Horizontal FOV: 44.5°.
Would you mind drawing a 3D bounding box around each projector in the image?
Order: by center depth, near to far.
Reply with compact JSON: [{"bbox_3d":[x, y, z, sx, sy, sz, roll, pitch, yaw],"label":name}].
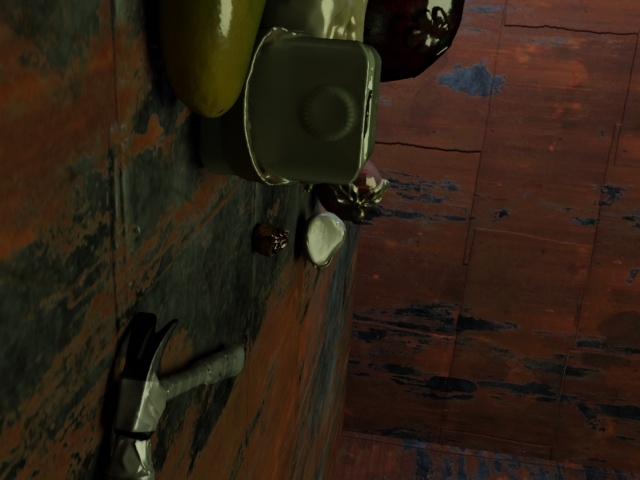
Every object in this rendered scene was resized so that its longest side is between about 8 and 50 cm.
[{"bbox_3d":[-0.028,-0.152,0.883,0.242,0.177,0.163,-52,146,-75],"label":"projector"}]

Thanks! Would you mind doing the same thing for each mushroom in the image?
[{"bbox_3d":[0.000,0.000,1.667,0.225,0.093,0.116,128,-16,-86],"label":"mushroom"}]

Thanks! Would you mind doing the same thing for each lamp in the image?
[{"bbox_3d":[0.052,-0.149,1.760,0.223,0.151,0.215,50,-29,31],"label":"lamp"}]

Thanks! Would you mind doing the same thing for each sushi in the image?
[{"bbox_3d":[-0.073,-0.001,1.183,0.099,0.047,0.050,-57,155,-72],"label":"sushi"}]

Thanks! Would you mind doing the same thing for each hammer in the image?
[{"bbox_3d":[-0.138,0.156,0.845,0.427,0.044,0.152,47,49,-83],"label":"hammer"}]

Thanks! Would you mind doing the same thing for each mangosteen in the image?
[{"bbox_3d":[0.118,-0.438,1.431,0.311,0.311,0.311,7,90,-83],"label":"mangosteen"}]

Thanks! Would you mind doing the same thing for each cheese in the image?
[{"bbox_3d":[0.001,-0.268,1.199,0.351,0.130,0.328,-69,162,-58],"label":"cheese"}]

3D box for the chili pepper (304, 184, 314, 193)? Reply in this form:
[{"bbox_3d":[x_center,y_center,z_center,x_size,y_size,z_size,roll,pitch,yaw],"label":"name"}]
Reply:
[{"bbox_3d":[-0.020,-0.136,1.613,0.027,0.022,0.083,-3,-100,63],"label":"chili pepper"}]

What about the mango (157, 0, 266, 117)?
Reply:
[{"bbox_3d":[-0.092,-0.202,0.678,0.122,0.085,0.191,-60,155,-80],"label":"mango"}]
